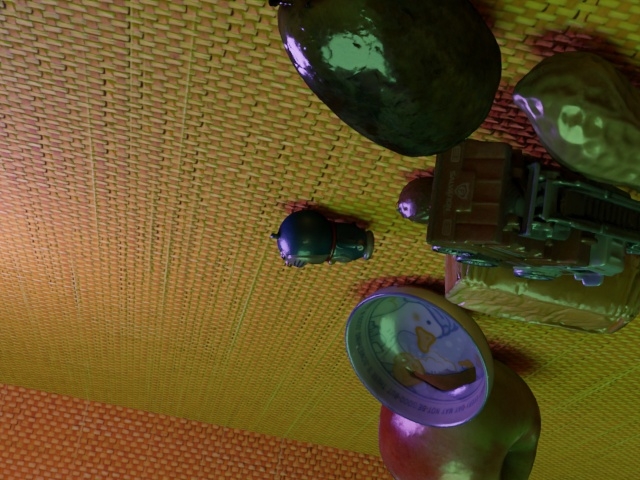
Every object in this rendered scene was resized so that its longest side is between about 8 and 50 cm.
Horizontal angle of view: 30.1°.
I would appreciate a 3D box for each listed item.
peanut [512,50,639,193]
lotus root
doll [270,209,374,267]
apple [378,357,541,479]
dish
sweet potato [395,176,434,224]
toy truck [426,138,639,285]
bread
[{"bbox_3d":[0.330,-0.111,1.236,0.298,0.120,0.136,19,135,-22],"label":"peanut"},{"bbox_3d":[0.072,-0.177,1.127,0.160,0.152,0.275,-15,152,31],"label":"lotus root"},{"bbox_3d":[0.000,0.000,1.744,0.151,0.086,0.114,5,-179,-19],"label":"doll"},{"bbox_3d":[0.258,0.363,2.282,0.277,0.319,0.319,21,168,33],"label":"apple"},{"bbox_3d":[0.191,0.174,2.043,0.273,0.134,0.273,20,129,26],"label":"dish"},{"bbox_3d":[0.215,-0.045,1.554,0.232,0.062,0.081,6,174,1],"label":"sweet potato"},{"bbox_3d":[0.275,-0.026,1.383,0.184,0.133,0.338,4,173,38],"label":"toy truck"},{"bbox_3d":[0.314,0.047,1.664,0.288,0.119,0.152,12,163,-4],"label":"bread"}]
